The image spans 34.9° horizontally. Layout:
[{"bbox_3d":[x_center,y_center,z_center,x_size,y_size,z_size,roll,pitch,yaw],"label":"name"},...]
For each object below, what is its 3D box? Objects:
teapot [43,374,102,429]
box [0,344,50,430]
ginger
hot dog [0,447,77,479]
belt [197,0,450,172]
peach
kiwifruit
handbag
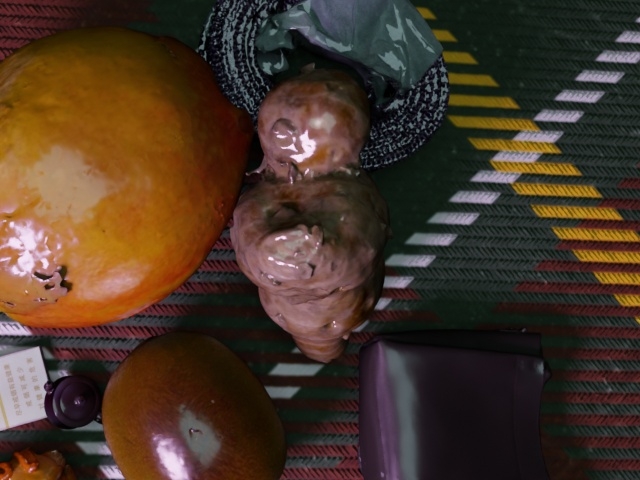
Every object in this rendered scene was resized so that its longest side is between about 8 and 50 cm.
[{"bbox_3d":[-0.299,0.200,1.250,0.100,0.045,0.067,38,60,-24],"label":"teapot"},{"bbox_3d":[-0.417,0.195,1.254,0.167,0.024,0.090,-15,88,-9],"label":"box"},{"bbox_3d":[0.000,0.000,1.179,0.176,0.375,0.256,2,51,8],"label":"ginger"},{"bbox_3d":[-0.436,0.367,1.174,0.349,0.158,0.117,-43,73,-9],"label":"hot dog"},{"bbox_3d":[0.009,-0.221,1.301,0.325,0.122,0.260,28,86,-5],"label":"belt"},{"bbox_3d":[-0.258,-0.082,1.156,0.372,0.373,0.290,-45,125,-9],"label":"peach"},{"bbox_3d":[-0.152,0.218,1.206,0.196,0.196,0.234,-27,82,-9],"label":"kiwifruit"},{"bbox_3d":[0.179,0.254,1.285,0.257,0.113,0.285,-2,78,-13],"label":"handbag"}]
